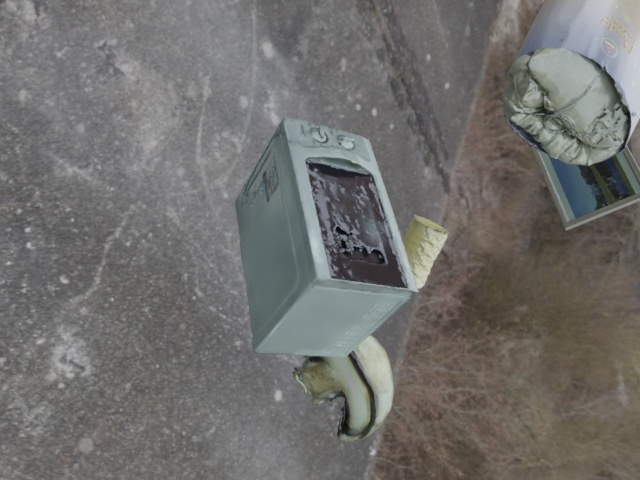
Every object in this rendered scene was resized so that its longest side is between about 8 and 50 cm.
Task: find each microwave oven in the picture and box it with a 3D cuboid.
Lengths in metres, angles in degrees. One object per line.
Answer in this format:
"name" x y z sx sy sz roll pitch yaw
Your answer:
"microwave oven" 0.000 0.000 0.897 0.181 0.237 0.295 8 50 -28

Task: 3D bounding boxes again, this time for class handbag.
"handbag" 0.207 -0.140 0.457 0.117 0.095 0.173 45 63 -20

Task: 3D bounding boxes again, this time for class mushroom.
"mushroom" 0.071 0.281 1.284 0.164 0.189 0.267 -17 63 -51

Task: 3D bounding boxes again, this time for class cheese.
"cheese" 0.258 0.030 1.525 0.094 0.123 0.167 14 108 -25

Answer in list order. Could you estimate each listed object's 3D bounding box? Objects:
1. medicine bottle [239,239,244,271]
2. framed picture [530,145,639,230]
"medicine bottle" -0.128 0.014 1.219 0.080 0.080 0.130 51 17 -43
"framed picture" 0.352 -0.095 0.769 0.011 0.109 0.149 36 37 -47
